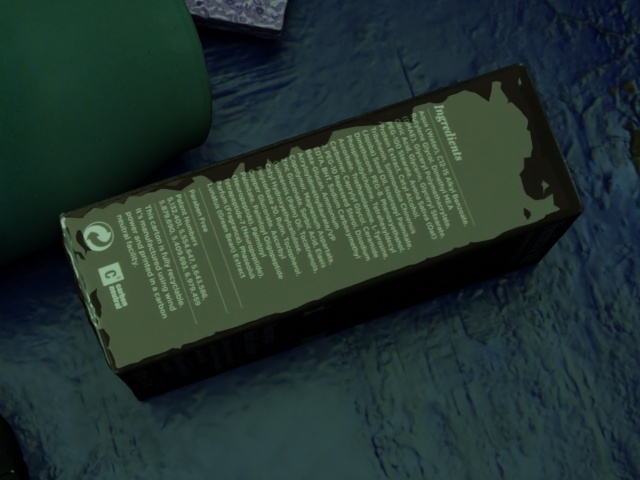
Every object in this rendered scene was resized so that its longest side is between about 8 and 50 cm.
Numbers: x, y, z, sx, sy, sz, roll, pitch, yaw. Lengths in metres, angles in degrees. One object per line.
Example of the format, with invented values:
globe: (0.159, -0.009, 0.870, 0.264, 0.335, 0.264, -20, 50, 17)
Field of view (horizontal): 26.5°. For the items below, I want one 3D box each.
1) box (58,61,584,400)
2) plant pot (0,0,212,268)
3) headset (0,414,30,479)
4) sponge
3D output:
box: (0.000, 0.000, 1.108, 0.381, 0.191, 0.143, -20, 78, -6)
plant pot: (-0.237, -0.123, 1.102, 0.255, 0.271, 0.271, -22, 78, -21)
headset: (-0.373, 0.135, 1.039, 0.243, 0.185, 0.394, -19, 116, -2)
sponge: (-0.070, -0.288, 1.212, 0.117, 0.031, 0.210, 12, 76, 1)
